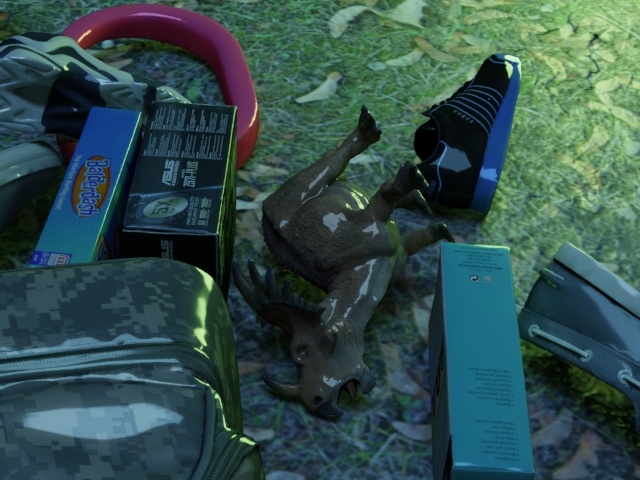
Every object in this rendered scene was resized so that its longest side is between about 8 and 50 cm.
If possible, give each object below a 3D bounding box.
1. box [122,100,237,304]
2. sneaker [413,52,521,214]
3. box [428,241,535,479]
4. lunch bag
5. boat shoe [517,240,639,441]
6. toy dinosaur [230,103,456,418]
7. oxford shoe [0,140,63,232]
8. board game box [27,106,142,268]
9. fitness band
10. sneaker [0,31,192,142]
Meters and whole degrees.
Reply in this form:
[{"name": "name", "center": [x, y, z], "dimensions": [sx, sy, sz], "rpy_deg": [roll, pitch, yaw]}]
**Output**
[{"name": "box", "center": [-0.116, -0.008, 1.125], "dimensions": [0.077, 0.147, 0.180], "rpy_deg": [3, 41, 0]}, {"name": "sneaker", "center": [0.145, -0.121, 1.327], "dimensions": [0.090, 0.081, 0.232], "rpy_deg": [15, 42, 3]}, {"name": "box", "center": [0.121, 0.117, 1.030], "dimensions": [0.060, 0.100, 0.244], "rpy_deg": [4, 41, 0]}, {"name": "lunch bag", "center": [-0.135, 0.200, 0.766], "dimensions": [0.212, 0.305, 0.256], "rpy_deg": [-4, 37, -4]}, {"name": "boat shoe", "center": [0.286, 0.131, 1.054], "dimensions": [0.099, 0.116, 0.319], "rpy_deg": [-50, 61, 6]}, {"name": "toy dinosaur", "center": [0.000, 0.000, 1.155], "dimensions": [0.200, 0.127, 0.296], "rpy_deg": [-32, 31, 1]}, {"name": "oxford shoe", "center": [-0.356, 0.049, 1.071], "dimensions": [0.130, 0.169, 0.449], "rpy_deg": [54, 38, -9]}, {"name": "board game box", "center": [-0.185, 0.015, 1.084], "dimensions": [0.047, 0.160, 0.210], "rpy_deg": [6, 41, 2]}, {"name": "fitness band", "center": [-0.174, -0.155, 1.368], "dimensions": [0.209, 0.054, 0.291], "rpy_deg": [-6, 42, -11]}, {"name": "sneaker", "center": [-0.210, -0.134, 1.235], "dimensions": [0.235, 0.094, 0.153], "rpy_deg": [11, 22, -23]}]
